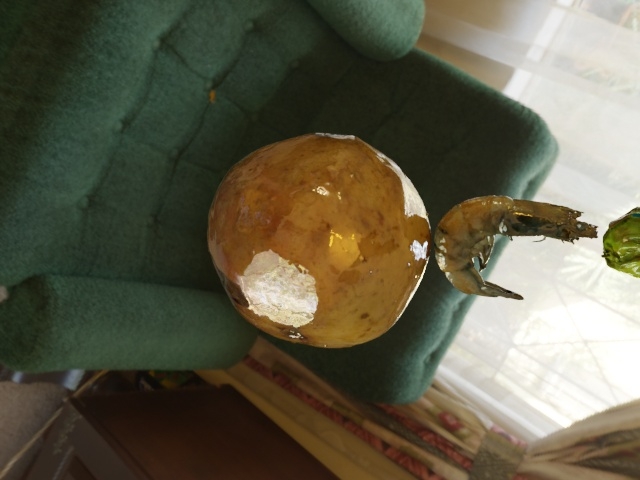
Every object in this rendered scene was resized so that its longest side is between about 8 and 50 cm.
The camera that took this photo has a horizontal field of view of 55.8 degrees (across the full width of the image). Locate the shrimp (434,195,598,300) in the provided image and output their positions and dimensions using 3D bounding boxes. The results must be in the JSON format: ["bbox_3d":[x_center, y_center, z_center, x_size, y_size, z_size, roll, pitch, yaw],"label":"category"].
[{"bbox_3d":[0.257,0.012,0.806,0.051,0.217,0.150,-94,-173,-66],"label":"shrimp"}]

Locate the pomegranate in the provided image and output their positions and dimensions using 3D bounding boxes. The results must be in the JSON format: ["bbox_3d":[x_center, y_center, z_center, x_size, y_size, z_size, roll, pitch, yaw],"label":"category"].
[{"bbox_3d":[0.000,0.000,0.763,0.281,0.281,0.281,-38,146,-32],"label":"pomegranate"}]

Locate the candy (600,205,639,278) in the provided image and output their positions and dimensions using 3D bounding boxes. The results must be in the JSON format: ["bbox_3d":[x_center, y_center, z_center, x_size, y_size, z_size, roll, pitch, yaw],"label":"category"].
[{"bbox_3d":[0.361,0.065,0.581,0.073,0.262,0.077,4,133,-19],"label":"candy"}]
